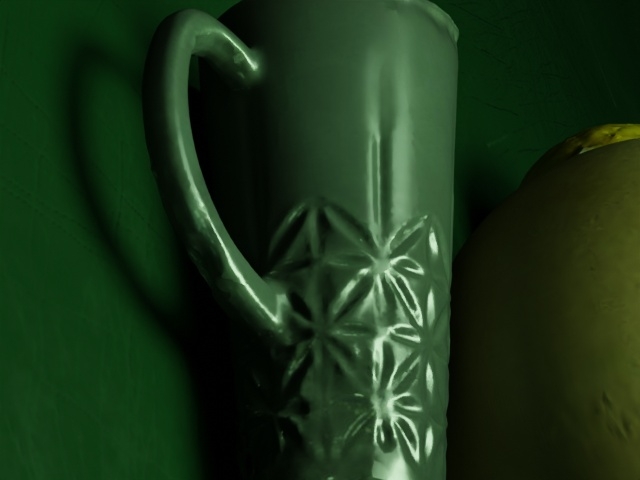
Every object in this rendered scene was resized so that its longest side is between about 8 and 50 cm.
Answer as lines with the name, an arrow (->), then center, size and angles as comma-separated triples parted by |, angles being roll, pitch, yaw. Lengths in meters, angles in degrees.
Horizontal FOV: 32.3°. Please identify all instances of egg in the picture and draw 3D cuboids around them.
egg -> 0.223, 0.083, 0.704 | 0.374, 0.301, 0.301 | -18, 85, -58

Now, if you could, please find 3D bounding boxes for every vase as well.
vase -> 0.000, 0.000, 0.608 | 0.251, 0.156, 0.300 | 27, 51, -43

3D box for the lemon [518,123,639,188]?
lemon -> 0.290, 0.016, 1.031 | 0.263, 0.236, 0.236 | 57, 27, -14
